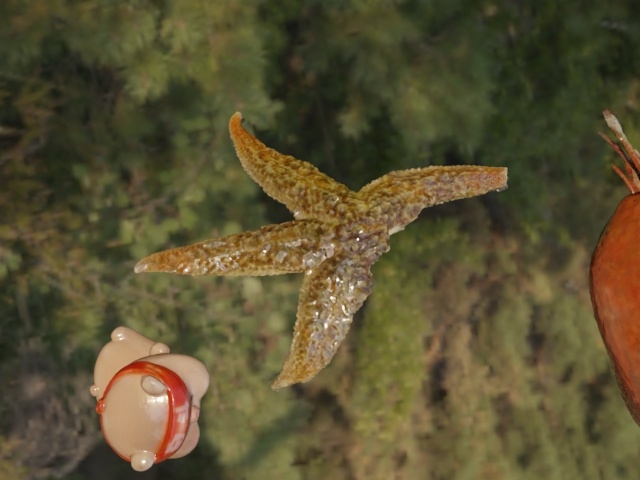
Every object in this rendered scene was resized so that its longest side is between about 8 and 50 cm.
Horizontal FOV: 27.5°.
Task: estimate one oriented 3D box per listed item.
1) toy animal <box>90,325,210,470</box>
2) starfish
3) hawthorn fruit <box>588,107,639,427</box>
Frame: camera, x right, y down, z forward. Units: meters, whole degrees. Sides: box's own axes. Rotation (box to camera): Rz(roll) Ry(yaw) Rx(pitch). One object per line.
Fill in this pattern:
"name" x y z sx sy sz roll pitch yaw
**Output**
"toy animal" -0.243 0.223 1.849 0.198 0.171 0.171 44 -22 60
"starfish" -0.001 -0.002 1.716 0.132 0.384 0.398 72 42 -69
"hawthorn fruit" 0.280 0.030 0.907 0.299 0.211 0.211 58 17 8
